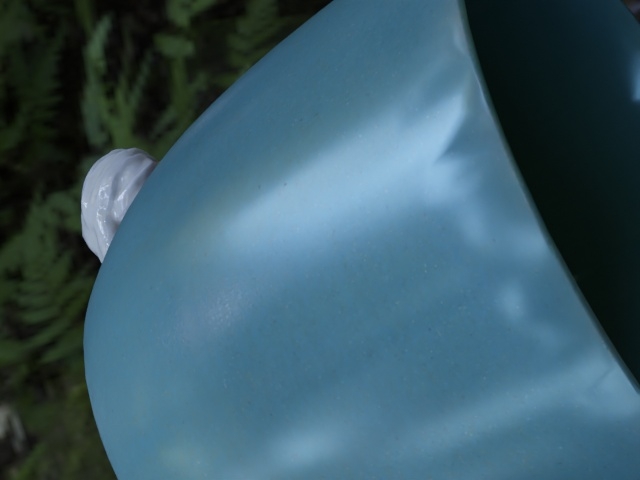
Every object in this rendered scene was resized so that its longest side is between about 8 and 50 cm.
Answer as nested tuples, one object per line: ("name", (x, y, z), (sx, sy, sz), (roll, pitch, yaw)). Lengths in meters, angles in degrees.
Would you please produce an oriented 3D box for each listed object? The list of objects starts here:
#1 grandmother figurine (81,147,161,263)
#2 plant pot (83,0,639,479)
("grandmother figurine", (0.000, 0.000, 1.177), (0.342, 0.104, 0.208), (8, 111, 28))
("plant pot", (0.043, 0.037, 0.821), (0.235, 0.293, 0.293), (-29, 82, 24))
